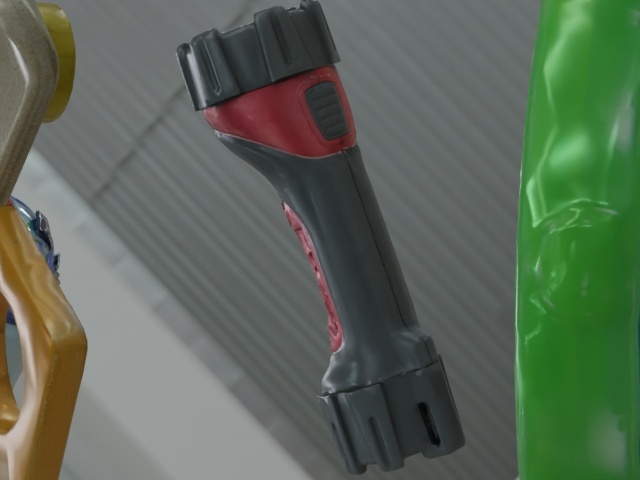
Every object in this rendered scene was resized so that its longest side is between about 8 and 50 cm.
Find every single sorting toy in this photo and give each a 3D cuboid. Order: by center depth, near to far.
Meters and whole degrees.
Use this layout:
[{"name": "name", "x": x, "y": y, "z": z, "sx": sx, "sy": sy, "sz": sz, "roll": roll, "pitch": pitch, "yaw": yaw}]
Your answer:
[{"name": "sorting toy", "x": -0.126, "y": -0.057, "z": 0.642, "sx": 0.047, "sy": 0.347, "sz": 0.196, "roll": -4, "pitch": -39, "yaw": -29}]

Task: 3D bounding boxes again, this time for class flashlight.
[{"name": "flashlight", "x": 0.000, "y": 0.000, "z": 1.300, "sx": 0.103, "sy": 0.304, "sz": 0.103, "roll": -18, "pitch": 4, "yaw": 5}]

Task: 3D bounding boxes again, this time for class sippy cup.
[{"name": "sippy cup", "x": 0.188, "y": 0.011, "z": 0.613, "sx": 0.224, "sy": 0.305, "sz": 0.240, "roll": 1, "pitch": 5, "yaw": 15}]

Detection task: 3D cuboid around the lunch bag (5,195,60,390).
[{"name": "lunch bag", "x": -0.268, "y": 0.007, "z": 1.207, "sx": 0.090, "sy": 0.219, "sz": 0.176, "roll": -62, "pitch": 15, "yaw": 17}]
